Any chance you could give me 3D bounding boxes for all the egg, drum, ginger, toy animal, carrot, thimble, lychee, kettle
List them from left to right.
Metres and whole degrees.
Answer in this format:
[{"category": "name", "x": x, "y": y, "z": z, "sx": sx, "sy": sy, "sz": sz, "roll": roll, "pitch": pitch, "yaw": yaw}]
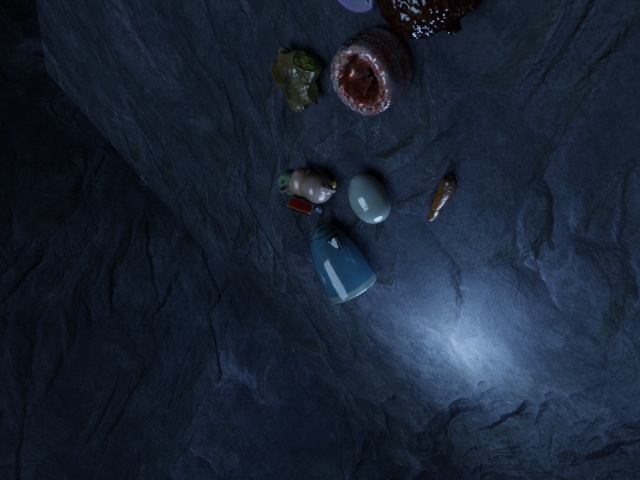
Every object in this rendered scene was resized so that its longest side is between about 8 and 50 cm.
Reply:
[{"category": "ginger", "x": -0.093, "y": -0.574, "z": 1.617, "sx": 0.218, "sy": 0.123, "sz": 0.270, "roll": 37, "pitch": 147, "yaw": 11}, {"category": "drum", "x": -0.086, "y": -0.234, "z": 2.049, "sx": 0.253, "sy": 0.049, "sz": 0.130, "roll": 33, "pitch": 146, "yaw": 12}, {"category": "toy animal", "x": -0.035, "y": -0.233, "z": 1.882, "sx": 0.165, "sy": 0.149, "sz": 0.248, "roll": 27, "pitch": 169, "yaw": -39}, {"category": "kettle", "x": 0.059, "y": 0.086, "z": 2.069, "sx": 0.342, "sy": 0.247, "sz": 0.319, "roll": 60, "pitch": 157, "yaw": -8}, {"category": "egg", "x": 0.187, "y": -0.164, "z": 1.708, "sx": 0.151, "sy": 0.151, "sz": 0.209, "roll": -15, "pitch": 112, "yaw": 55}, {"category": "thimble", "x": 0.156, "y": -0.520, "z": 1.356, "sx": 0.239, "sy": 0.162, "sz": 0.239, "roll": 33, "pitch": 148, "yaw": 24}, {"category": "lychee", "x": 0.259, "y": -0.609, "z": 1.049, "sx": 0.260, "sy": 0.260, "sz": 0.261, "roll": 30, "pitch": 144, "yaw": 25}, {"category": "carrot", "x": 0.423, "y": -0.140, "z": 1.554, "sx": 0.059, "sy": 0.059, "sz": 0.248, "roll": 36, "pitch": 149, "yaw": 17}]

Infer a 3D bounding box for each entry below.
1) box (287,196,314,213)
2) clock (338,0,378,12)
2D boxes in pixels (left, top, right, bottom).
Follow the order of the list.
[{"category": "box", "x": -0.088, "y": -0.153, "z": 1.965, "sx": 0.112, "sy": 0.048, "sz": 0.175, "roll": 20, "pitch": 180, "yaw": -3}, {"category": "clock", "x": 0.087, "y": -0.802, "z": 1.181, "sx": 0.338, "sy": 0.102, "sz": 0.339, "roll": 31, "pitch": 145, "yaw": 25}]
